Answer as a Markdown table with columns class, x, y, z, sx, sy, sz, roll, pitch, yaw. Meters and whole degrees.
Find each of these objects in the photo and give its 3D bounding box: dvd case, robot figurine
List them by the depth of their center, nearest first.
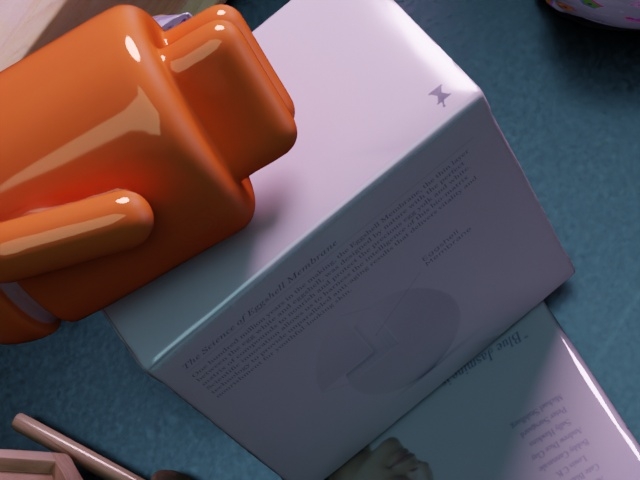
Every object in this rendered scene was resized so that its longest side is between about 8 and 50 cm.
| class | x | y | z | sx | sy | sz | roll | pitch | yaw |
| --- | --- | --- | --- | --- | --- | --- | --- | --- | --- |
| robot figurine | -0.120 | -0.030 | 0.782 | 0.219 | 0.128 | 0.158 | -29 | 56 | 8 |
| dvd case | 0.105 | 0.159 | 0.945 | 0.180 | 0.022 | 0.253 | -33 | 53 | 4 |

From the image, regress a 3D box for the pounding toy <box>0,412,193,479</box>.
| class | x | y | z | sx | sy | sz | roll | pitch | yaw |
| --- | --- | --- | --- | --- | --- | --- | --- | --- | --- |
| pounding toy | -0.178 | 0.186 | 0.982 | 0.206 | 0.181 | 0.094 | 8 | 107 | -27 |

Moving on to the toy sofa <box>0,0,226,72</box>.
| class | x | y | z | sx | sy | sz | roll | pitch | yaw |
| --- | --- | --- | --- | --- | --- | --- | --- | --- | --- |
| toy sofa | -0.169 | -0.146 | 1.034 | 0.177 | 0.150 | 0.362 | 34 | 86 | 18 |

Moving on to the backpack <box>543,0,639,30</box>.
| class | x | y | z | sx | sy | sz | roll | pitch | yaw |
| --- | --- | --- | --- | --- | --- | --- | --- | --- | --- |
| backpack | 0.195 | -0.191 | 0.969 | 0.152 | 0.182 | 0.115 | -4 | 79 | 7 |

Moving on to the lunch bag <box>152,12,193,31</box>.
| class | x | y | z | sx | sy | sz | roll | pitch | yaw |
| --- | --- | --- | --- | --- | --- | --- | --- | --- | --- |
| lunch bag | -0.107 | -0.091 | 0.909 | 0.083 | 0.071 | 0.053 | -29 | 105 | -15 |

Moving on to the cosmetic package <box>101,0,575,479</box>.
| class | x | y | z | sx | sy | sz | roll | pitch | yaw |
| --- | --- | --- | --- | --- | --- | --- | --- | --- | --- |
| cosmetic package | 0.000 | 0.000 | 0.928 | 0.224 | 0.224 | 0.138 | -39 | 58 | -1 |
